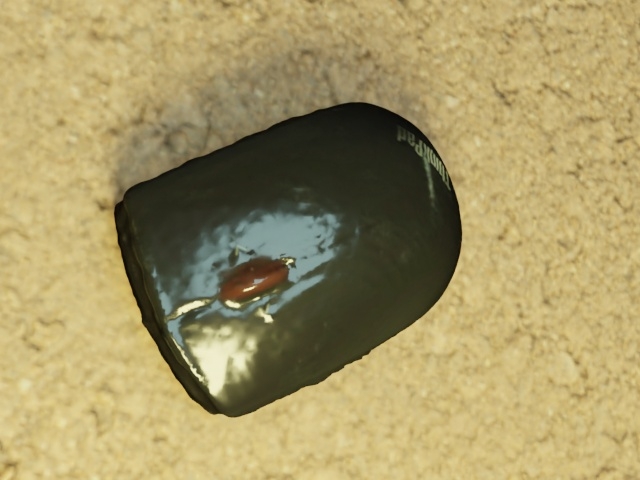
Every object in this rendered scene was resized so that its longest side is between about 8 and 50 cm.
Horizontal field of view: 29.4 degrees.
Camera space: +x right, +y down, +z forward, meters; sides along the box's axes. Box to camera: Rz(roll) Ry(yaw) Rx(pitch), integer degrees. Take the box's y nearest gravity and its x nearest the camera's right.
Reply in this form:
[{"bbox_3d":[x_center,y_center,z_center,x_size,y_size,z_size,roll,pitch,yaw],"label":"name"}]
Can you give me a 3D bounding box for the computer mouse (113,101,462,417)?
[{"bbox_3d":[0.000,0.000,0.838,0.269,0.100,0.170,-26,91,-29],"label":"computer mouse"}]
